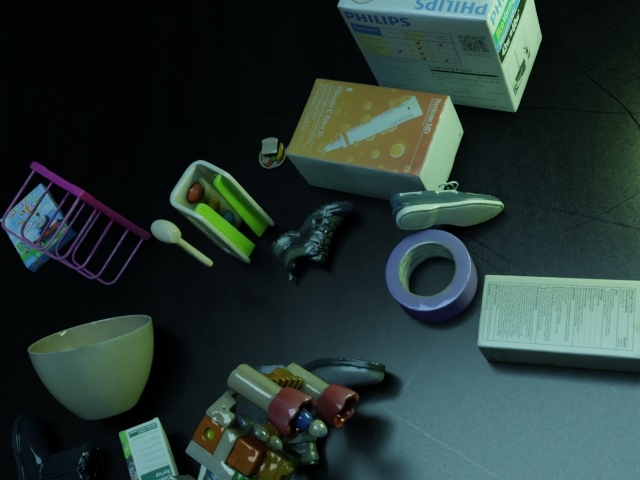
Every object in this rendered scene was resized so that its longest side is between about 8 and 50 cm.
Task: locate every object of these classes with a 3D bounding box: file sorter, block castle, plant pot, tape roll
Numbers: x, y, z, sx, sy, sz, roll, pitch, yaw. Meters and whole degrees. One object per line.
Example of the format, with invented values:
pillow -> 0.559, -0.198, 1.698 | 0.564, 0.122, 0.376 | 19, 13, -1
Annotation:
file sorter -> -0.620, -0.030, 2.089 | 0.202, 0.290, 0.182 | 27, 82, 31
block castle -> -0.112, 0.468, 1.574 | 0.212, 0.303, 0.453 | 29, 94, 25
plant pot -> -0.515, 0.306, 1.924 | 0.284, 0.284, 0.191 | -8, 98, 19
tape roll -> 0.242, 0.077, 1.797 | 0.188, 0.080, 0.189 | -9, 62, 18

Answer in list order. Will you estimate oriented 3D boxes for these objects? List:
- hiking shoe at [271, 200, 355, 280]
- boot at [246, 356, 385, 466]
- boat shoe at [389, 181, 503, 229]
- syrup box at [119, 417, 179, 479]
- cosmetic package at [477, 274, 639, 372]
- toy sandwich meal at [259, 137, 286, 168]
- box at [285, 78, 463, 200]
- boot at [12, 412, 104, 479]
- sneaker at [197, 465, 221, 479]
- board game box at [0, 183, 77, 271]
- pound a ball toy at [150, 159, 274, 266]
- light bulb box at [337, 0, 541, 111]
hiking shoe -> 0.000, 0.000, 1.946 | 0.227, 0.086, 0.114 | -35, 71, 10
boot -> -0.012, 0.373, 1.762 | 0.338, 0.118, 0.223 | -12, 69, 25
boat shoe -> 0.275, -0.077, 1.807 | 0.254, 0.095, 0.079 | -8, 54, -12
syrup box -> -0.358, 0.519, 1.800 | 0.093, 0.096, 0.237 | -20, 49, -11
cosmetic package -> 0.479, 0.163, 1.638 | 0.309, 0.113, 0.160 | 3, 68, 23
toy sandwich meal -> -0.126, -0.226, 2.123 | 0.085, 0.029, 0.086 | -9, 63, 19
box -> 0.129, -0.229, 1.937 | 0.345, 0.168, 0.215 | 12, 72, 27
boot -> -0.612, 0.505, 1.943 | 0.207, 0.094, 0.247 | -21, 64, 15
sneaker -> -0.217, 0.530, 1.782 | 0.086, 0.064, 0.192 | -7, 60, 25
board game box -> -0.791, -0.037, 2.309 | 0.160, 0.039, 0.211 | -42, 57, 0
pound a ball toy -> -0.266, -0.044, 1.926 | 0.135, 0.319, 0.208 | 26, 79, 31
light bulb box -> 0.283, -0.498, 1.886 | 0.357, 0.361, 0.225 | 13, 72, 27
